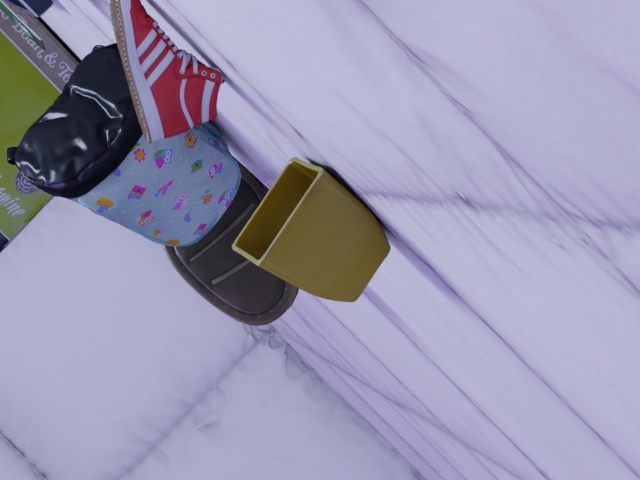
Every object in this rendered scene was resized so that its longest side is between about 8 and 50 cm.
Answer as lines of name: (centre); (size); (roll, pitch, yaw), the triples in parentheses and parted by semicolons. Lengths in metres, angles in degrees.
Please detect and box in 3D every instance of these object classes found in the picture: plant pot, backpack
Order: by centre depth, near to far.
plant pot: (0.000, 0.000, 1.388); (0.083, 0.081, 0.081); (35, 178, -19)
backpack: (-0.156, -0.071, 1.674); (0.115, 0.152, 0.182); (51, -168, 34)

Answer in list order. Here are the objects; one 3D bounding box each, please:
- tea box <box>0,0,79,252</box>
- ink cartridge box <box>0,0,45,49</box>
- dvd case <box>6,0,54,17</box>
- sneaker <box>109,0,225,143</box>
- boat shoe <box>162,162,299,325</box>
tea box: (-0.469, -0.164, 2.294); (0.329, 0.323, 0.220); (49, 172, -34)
ink cartridge box: (-0.286, -0.255, 1.620); (0.209, 0.062, 0.109); (44, 175, -6)
dvd case: (-0.363, -0.308, 1.981); (0.179, 0.029, 0.238); (46, 175, -23)
sneaker: (-0.108, -0.135, 1.394); (0.042, 0.067, 0.118); (-148, 43, -77)
boat shoe: (-0.116, -0.042, 1.852); (0.307, 0.110, 0.104); (53, -179, 18)
